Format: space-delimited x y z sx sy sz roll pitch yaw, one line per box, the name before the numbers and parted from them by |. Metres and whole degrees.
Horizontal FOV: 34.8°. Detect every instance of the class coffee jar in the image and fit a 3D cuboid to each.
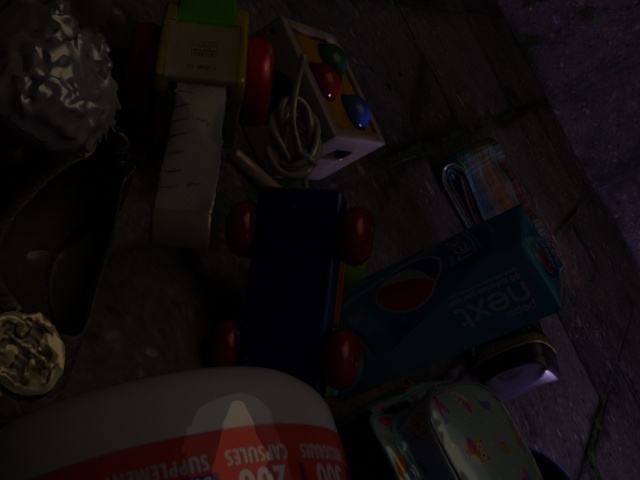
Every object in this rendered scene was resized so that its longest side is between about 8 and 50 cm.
coffee jar | 0.218 0.097 1.222 0.079 0.096 0.184 37 33 -47

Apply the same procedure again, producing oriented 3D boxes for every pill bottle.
pill bottle | -0.042 0.228 0.420 0.181 0.181 0.323 22 45 -57

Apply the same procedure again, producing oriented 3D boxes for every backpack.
backpack | 0.090 0.190 0.796 0.166 0.144 0.188 60 19 9

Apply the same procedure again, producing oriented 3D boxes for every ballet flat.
ballet flat | -0.151 0.003 0.593 0.084 0.058 0.250 49 26 -27

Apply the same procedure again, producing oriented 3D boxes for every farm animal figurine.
farm animal figurine | -0.218 -0.249 0.582 0.330 0.172 0.327 42 31 -40

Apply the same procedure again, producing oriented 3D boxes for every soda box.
soda box | 0.090 0.054 0.850 0.071 0.210 0.067 55 24 -20

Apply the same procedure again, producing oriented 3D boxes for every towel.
towel | 0.292 -0.028 1.590 0.272 0.040 0.370 63 23 -1

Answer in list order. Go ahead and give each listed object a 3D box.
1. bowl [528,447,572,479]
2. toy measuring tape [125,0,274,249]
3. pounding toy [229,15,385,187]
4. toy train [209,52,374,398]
bowl | 0.231 0.380 0.967 0.391 0.077 0.391 46 28 -33
toy measuring tape | -0.091 -0.082 0.740 0.121 0.121 0.330 46 27 -35
pounding toy | -0.009 -0.100 0.961 0.181 0.094 0.206 -4 69 -66
toy train | 0.000 0.000 0.777 0.143 0.105 0.248 32 63 -70
